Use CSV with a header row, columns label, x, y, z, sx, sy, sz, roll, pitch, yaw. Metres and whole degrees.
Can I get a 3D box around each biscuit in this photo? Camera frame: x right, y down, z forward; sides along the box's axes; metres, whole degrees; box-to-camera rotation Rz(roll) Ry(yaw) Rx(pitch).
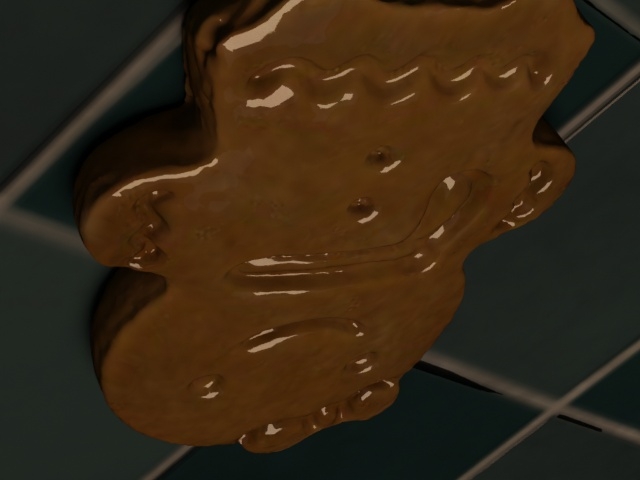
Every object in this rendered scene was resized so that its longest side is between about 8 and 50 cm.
label,x,y,z,sx,sy,sz,roll,pitch,yaw
biscuit,-0.003,-0.001,0.411,0.133,0.027,0.184,3,137,-36
